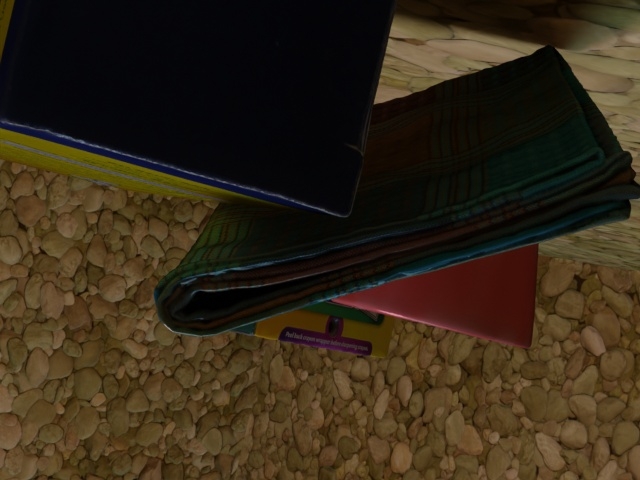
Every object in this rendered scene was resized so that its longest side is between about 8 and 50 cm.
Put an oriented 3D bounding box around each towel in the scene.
[{"bbox_3d":[0.050,-0.052,0.766,0.271,0.040,0.370,-16,-163,11],"label":"towel"}]

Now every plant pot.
[{"bbox_3d":[0.171,-0.004,1.523,0.275,0.243,0.275,14,178,1],"label":"plant pot"}]

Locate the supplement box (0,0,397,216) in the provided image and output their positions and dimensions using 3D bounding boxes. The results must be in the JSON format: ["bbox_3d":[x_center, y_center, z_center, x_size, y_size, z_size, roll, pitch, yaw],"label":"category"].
[{"bbox_3d":[-0.125,-0.137,0.711,0.195,0.194,0.356,15,178,-30],"label":"supplement box"}]

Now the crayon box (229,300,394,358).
[{"bbox_3d":[0.000,0.000,1.709,0.106,0.313,0.363,8,174,34],"label":"crayon box"}]
